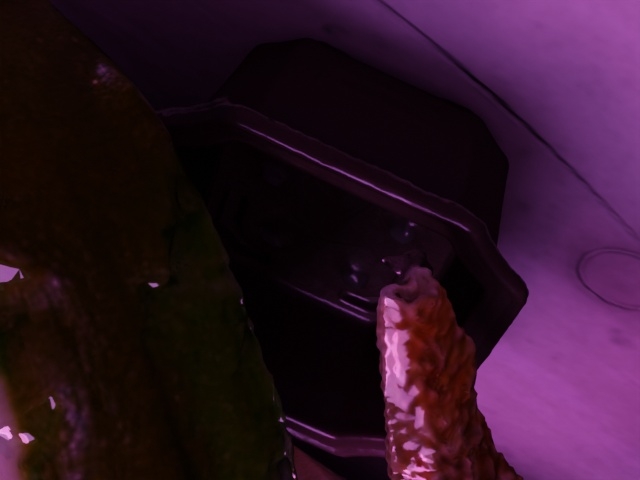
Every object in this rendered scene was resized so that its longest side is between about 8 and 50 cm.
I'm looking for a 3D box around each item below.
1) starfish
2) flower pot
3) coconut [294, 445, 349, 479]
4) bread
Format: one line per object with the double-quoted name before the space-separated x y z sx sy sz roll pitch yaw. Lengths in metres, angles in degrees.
"starfish" 0.129 0.208 0.866 0.398 0.132 0.384 10 128 -28
"flower pot" 0.000 0.000 0.852 0.179 0.084 0.251 24 150 0
"coconut" -0.037 0.264 1.096 0.329 0.329 0.329 18 148 12
"bread" -0.143 0.073 0.833 0.366 0.129 0.382 52 151 36
